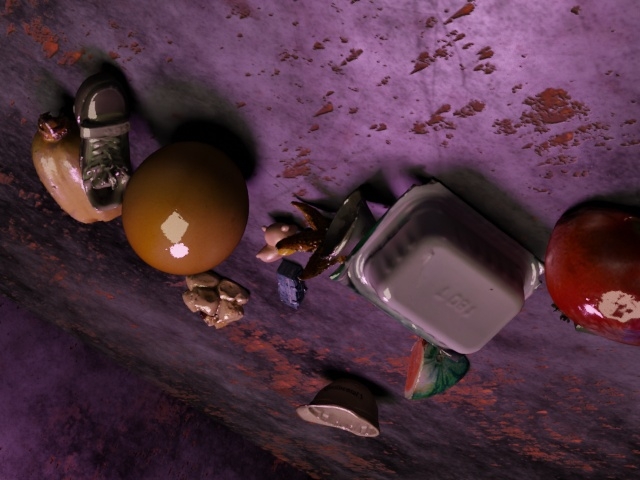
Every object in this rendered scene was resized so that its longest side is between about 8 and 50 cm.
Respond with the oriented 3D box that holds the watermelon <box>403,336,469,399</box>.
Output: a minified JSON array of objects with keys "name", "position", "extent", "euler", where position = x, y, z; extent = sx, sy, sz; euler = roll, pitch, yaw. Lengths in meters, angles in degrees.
[{"name":"watermelon","position":[0.300,0.328,2.141],"extent":[0.146,0.128,0.231],"euler":[8,153,-5]}]

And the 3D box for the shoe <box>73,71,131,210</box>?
[{"name":"shoe","position":[-0.413,-0.177,1.681],"extent":[0.109,0.149,0.293],"euler":[-10,146,-23]}]

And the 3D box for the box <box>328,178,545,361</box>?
[{"name":"box","position":[0.226,0.080,1.546],"extent":[0.336,0.106,0.264],"euler":[34,111,-19]}]

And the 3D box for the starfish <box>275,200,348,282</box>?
[{"name":"starfish","position":[0.013,0.005,1.713],"extent":[0.240,0.227,0.043],"euler":[50,134,23]}]

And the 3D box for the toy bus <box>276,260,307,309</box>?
[{"name":"toy bus","position":[-0.072,0.110,2.108],"extent":[0.065,0.047,0.166],"euler":[24,154,14]}]

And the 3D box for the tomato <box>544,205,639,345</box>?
[{"name":"tomato","position":[0.523,0.092,1.390],"extent":[0.334,0.176,0.290],"euler":[9,153,29]}]

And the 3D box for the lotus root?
[{"name":"lotus root","position":[-0.530,-0.166,1.884],"extent":[0.169,0.152,0.343],"euler":[-3,142,13]}]

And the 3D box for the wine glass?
[{"name":"wine glass","position":[0.133,0.019,1.643],"extent":[0.232,0.156,0.156],"euler":[28,155,-14]}]

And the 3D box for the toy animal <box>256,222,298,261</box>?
[{"name":"toy animal","position":[-0.090,-0.006,1.883],"extent":[0.114,0.091,0.082],"euler":[-23,99,43]}]

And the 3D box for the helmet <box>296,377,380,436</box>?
[{"name":"helmet","position":[0.068,0.482,2.582],"extent":[0.257,0.137,0.204],"euler":[14,153,8]}]

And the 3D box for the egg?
[{"name":"egg","position":[-0.264,-0.067,1.710],"extent":[0.250,0.250,0.322],"euler":[28,147,-5]}]

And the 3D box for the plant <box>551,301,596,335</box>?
[{"name":"plant","position":[0.493,0.148,1.664],"extent":[0.102,0.051,0.051],"euler":[22,155,17]}]

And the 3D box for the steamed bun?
[{"name":"steamed bun","position":[-0.299,0.167,2.352],"extent":[0.192,0.106,0.177],"euler":[34,152,-13]}]

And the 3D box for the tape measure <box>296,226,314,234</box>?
[{"name":"tape measure","position":[0.001,0.000,1.801],"extent":[0.094,0.054,0.091],"euler":[14,-178,36]}]
